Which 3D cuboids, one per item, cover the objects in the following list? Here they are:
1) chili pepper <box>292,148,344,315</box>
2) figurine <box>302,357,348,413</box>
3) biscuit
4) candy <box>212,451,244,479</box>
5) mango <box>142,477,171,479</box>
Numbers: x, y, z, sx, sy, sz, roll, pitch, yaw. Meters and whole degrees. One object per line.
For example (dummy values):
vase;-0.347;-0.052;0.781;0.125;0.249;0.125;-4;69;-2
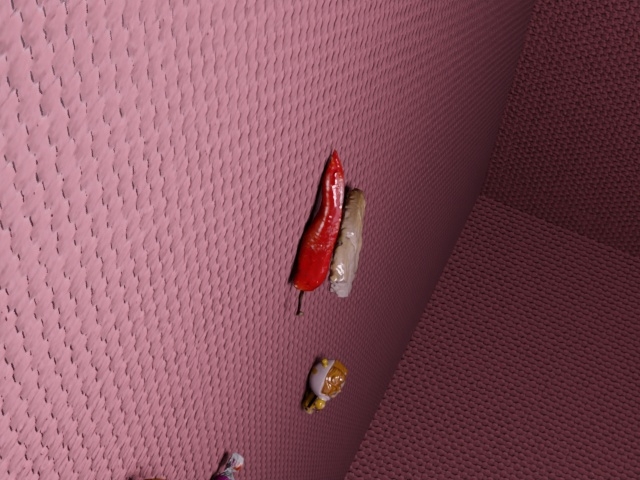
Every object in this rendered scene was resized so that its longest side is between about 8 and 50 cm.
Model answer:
chili pepper;0.000;0.000;1.631;0.059;0.050;0.268;-23;136;-53
figurine;0.005;0.271;2.193;0.101;0.068;0.143;-59;180;-19
biscuit;0.046;-0.010;1.771;0.290;0.038;0.141;-66;165;-74
candy;-0.153;0.383;1.678;0.175;0.043;0.045;-58;164;-24
mango;-0.158;0.338;1.264;0.252;0.126;0.153;31;55;-57
